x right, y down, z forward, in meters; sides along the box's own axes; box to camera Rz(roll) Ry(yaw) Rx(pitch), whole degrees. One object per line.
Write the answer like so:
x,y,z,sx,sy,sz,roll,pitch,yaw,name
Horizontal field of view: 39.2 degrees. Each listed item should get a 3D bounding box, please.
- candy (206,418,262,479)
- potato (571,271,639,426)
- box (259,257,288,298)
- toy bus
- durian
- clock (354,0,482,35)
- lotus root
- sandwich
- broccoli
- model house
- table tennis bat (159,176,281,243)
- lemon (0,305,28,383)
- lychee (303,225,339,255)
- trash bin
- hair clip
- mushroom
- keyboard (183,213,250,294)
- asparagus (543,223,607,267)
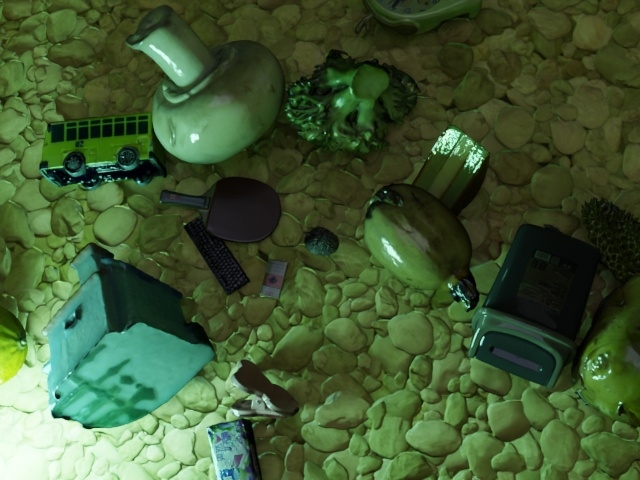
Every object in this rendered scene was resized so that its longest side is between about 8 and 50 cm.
-0.155,0.514,1.801,0.088,0.061,0.312,-16,72,5,candy
0.630,0.213,1.694,0.246,0.196,0.300,30,89,-3,potato
-0.101,0.083,1.949,0.046,0.012,0.083,12,74,9,box
-0.488,-0.204,2.026,0.262,0.128,0.150,-5,73,5,toy bus
0.615,-0.007,1.827,0.095,0.137,0.221,-41,65,32,durian
0.201,-0.579,2.068,0.308,0.096,0.235,-22,73,0,clock
0.220,0.016,1.848,0.183,0.183,0.310,-43,74,-6,lotus root
0.262,-0.131,1.883,0.117,0.187,0.144,42,76,17,sandwich
0.081,-0.299,1.923,0.288,0.245,0.248,-43,101,-9,broccoli
-0.437,0.175,1.880,0.295,0.251,0.329,-46,48,16,model house
-0.223,-0.076,2.001,0.274,0.021,0.154,10,72,5,table tennis bat
-0.726,0.224,1.893,0.231,0.192,0.192,-13,72,10,lemon
0.000,0.000,1.933,0.083,0.068,0.067,30,36,-2,lychee
0.425,0.131,1.786,0.209,0.182,0.290,21,71,14,trash bin
-0.115,0.308,1.837,0.138,0.123,0.102,3,102,13,hair clip
-0.255,-0.340,1.920,0.314,0.336,0.314,-26,39,23,mushroom
-0.231,0.029,1.980,0.060,0.018,0.195,-34,73,-7,keyboard
0.540,0.010,1.889,0.163,0.016,0.016,37,71,18,asparagus
